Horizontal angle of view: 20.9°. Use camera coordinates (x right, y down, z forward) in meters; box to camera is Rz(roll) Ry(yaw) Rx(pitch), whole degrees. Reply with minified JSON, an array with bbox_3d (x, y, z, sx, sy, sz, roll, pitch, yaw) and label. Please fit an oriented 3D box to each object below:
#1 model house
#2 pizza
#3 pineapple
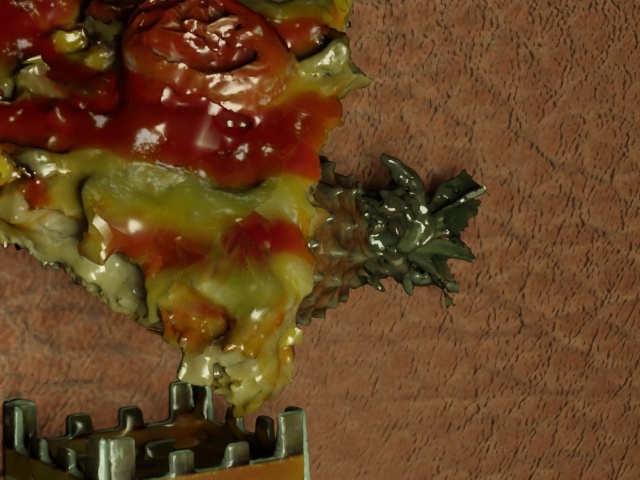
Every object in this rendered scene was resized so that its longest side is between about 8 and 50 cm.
[{"bbox_3d":[-0.126,0.233,1.375,0.224,0.198,0.215,-5,99,-34],"label":"model house"},{"bbox_3d":[-0.095,-0.072,1.235,0.440,0.406,0.130,-21,152,-16],"label":"pizza"},{"bbox_3d":[0.000,0.000,1.451,0.361,0.175,0.175,6,96,-49],"label":"pineapple"}]
